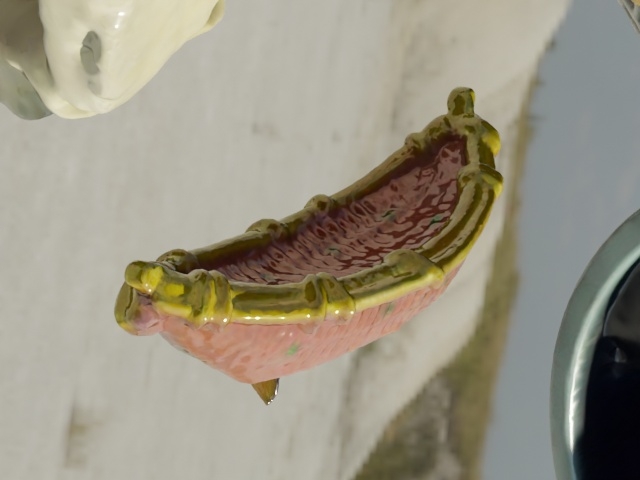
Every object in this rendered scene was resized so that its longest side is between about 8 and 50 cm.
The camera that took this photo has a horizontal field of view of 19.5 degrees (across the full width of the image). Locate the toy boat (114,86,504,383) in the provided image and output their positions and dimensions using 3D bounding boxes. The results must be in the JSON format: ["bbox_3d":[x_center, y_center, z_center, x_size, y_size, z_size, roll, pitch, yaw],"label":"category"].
[{"bbox_3d":[0.002,0.006,0.970,0.318,0.141,0.099,-30,117,-51],"label":"toy boat"}]

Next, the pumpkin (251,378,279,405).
[{"bbox_3d":[-0.031,0.050,1.250,0.101,0.035,0.073,-81,-174,-50],"label":"pumpkin"}]

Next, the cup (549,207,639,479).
[{"bbox_3d":[0.260,0.003,0.569,0.311,0.257,0.331,-30,115,-34],"label":"cup"}]

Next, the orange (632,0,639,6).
[{"bbox_3d":[0.339,-0.251,1.141,0.322,0.357,0.322,167,-90,-89],"label":"orange"}]

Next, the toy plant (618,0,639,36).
[{"bbox_3d":[0.366,-0.076,1.339,0.185,0.279,0.400,-13,67,-53],"label":"toy plant"}]

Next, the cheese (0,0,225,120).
[{"bbox_3d":[-0.153,-0.203,0.837,0.153,0.332,0.292,-46,139,-21],"label":"cheese"}]
